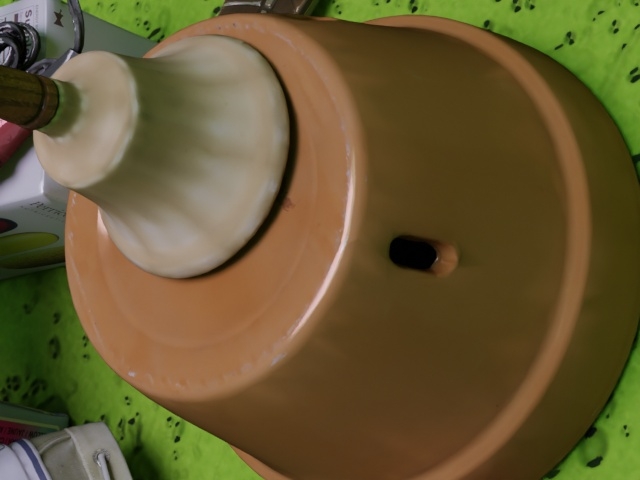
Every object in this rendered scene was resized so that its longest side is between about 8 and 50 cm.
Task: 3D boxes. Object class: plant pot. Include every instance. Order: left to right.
[{"bbox_3d":[0.000,0.000,1.017,0.291,0.203,0.291,-11,72,36],"label":"plant pot"}]

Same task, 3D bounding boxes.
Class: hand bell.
[{"bbox_3d":[-0.138,-0.066,0.853,0.126,0.242,0.126,-11,72,37],"label":"hand bell"}]

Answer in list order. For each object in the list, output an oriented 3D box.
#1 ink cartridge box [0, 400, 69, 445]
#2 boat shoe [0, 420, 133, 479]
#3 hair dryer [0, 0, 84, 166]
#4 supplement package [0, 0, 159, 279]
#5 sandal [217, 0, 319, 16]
[{"bbox_3d":[-0.338,0.284,1.240,0.270,0.151,0.395,5,80,38],"label":"ink cartridge box"},{"bbox_3d":[-0.106,0.239,1.106,0.302,0.094,0.109,61,161,17],"label":"boat shoe"},{"bbox_3d":[-0.247,-0.022,1.118,0.223,0.080,0.294,-10,76,33],"label":"hair dryer"},{"bbox_3d":[-0.225,-0.056,1.245,0.244,0.139,0.134,-12,71,35],"label":"supplement package"},{"bbox_3d":[-0.054,-0.107,1.178,0.072,0.049,0.180,31,77,28],"label":"sandal"}]
